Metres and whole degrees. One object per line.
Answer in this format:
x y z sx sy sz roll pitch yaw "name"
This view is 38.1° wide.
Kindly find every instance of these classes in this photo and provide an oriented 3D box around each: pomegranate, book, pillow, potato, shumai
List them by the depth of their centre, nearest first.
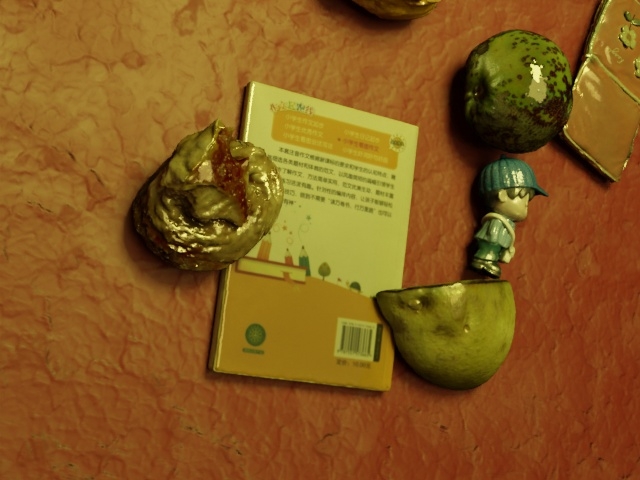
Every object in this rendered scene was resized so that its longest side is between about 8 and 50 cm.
-0.106 -0.037 0.864 0.139 0.105 0.123 -33 88 4 "shumai"
0.000 0.000 0.964 0.208 0.020 0.295 12 80 -27 "book"
0.143 0.104 0.985 0.149 0.081 0.120 -1 84 -38 "potato"
0.223 -0.163 1.056 0.126 0.163 0.138 -16 76 10 "pomegranate"
0.368 -0.198 1.165 0.126 0.043 0.232 30 73 -26 "pillow"

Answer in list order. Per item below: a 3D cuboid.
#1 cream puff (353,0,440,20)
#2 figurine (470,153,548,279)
0.084 -0.331 0.978 0.189 0.129 0.189 4 82 -31 "cream puff"
0.200 -0.028 1.055 0.079 0.077 0.136 30 87 13 "figurine"
